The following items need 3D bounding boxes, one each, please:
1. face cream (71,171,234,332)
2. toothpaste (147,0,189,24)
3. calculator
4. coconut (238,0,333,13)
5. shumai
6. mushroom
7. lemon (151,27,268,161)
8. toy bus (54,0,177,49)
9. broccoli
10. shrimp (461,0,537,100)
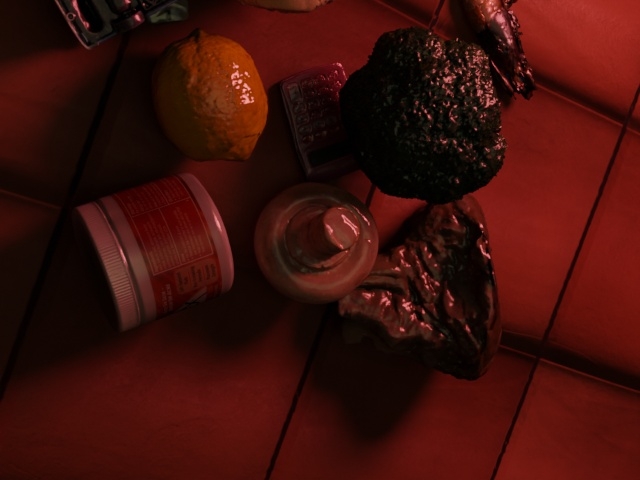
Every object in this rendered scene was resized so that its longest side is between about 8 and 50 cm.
[{"bbox_3d":[-0.251,0.015,1.424,0.187,0.201,0.201,-21,110,-21],"label":"face cream"},{"bbox_3d":[-0.244,-0.455,1.417,0.067,0.037,0.255,-11,109,-18],"label":"toothpaste"},{"bbox_3d":[0.005,-0.196,1.599,0.126,0.034,0.190,-21,104,-20],"label":"calculator"},{"bbox_3d":[-0.052,-0.479,1.376,0.239,0.239,0.244,-25,132,-19],"label":"coconut"},{"bbox_3d":[0.178,0.091,1.703,0.283,0.217,0.346,-10,93,9],"label":"shumai"},{"bbox_3d":[0.004,0.011,1.547,0.206,0.209,0.206,-11,114,-27],"label":"mushroom"},{"bbox_3d":[-0.168,-0.214,1.429,0.180,0.180,0.193,-17,130,-22],"label":"lemon"},{"bbox_3d":[-0.261,-0.376,1.354,0.234,0.133,0.116,-29,113,-4],"label":"toy bus"},{"bbox_3d":[0.182,-0.202,1.558,0.297,0.297,0.297,-36,120,-55],"label":"broccoli"},{"bbox_3d":[0.369,-0.407,1.715,0.222,0.054,0.290,-27,108,-19],"label":"shrimp"}]
